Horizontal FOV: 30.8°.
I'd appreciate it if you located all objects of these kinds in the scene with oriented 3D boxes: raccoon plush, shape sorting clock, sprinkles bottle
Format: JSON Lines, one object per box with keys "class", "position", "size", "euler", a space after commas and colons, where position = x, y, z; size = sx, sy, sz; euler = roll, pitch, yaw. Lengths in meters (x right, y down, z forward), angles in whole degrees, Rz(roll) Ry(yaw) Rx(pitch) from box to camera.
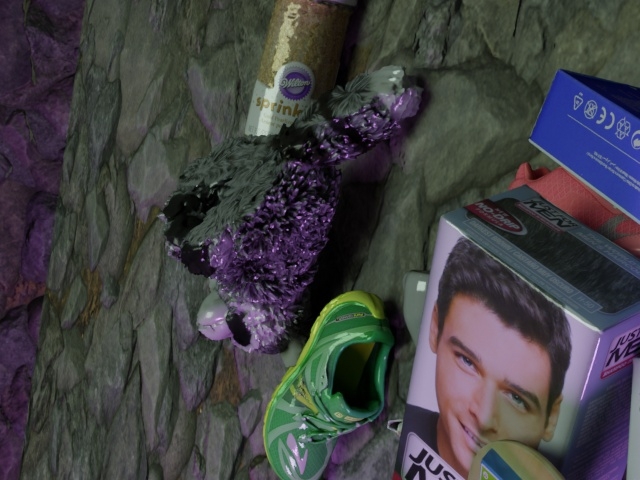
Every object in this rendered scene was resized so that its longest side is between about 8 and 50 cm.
{"class": "raccoon plush", "position": [0.000, 0.000, 1.586], "size": [0.446, 0.299, 0.216], "euler": [-24, 39, 21]}
{"class": "shape sorting clock", "position": [0.178, 0.264, 0.951], "size": [0.206, 0.040, 0.206], "euler": [40, 137, 51]}
{"class": "sprinkles bottle", "position": [-0.037, -0.229, 1.697], "size": [0.121, 0.121, 0.356], "euler": [32, 111, 59]}

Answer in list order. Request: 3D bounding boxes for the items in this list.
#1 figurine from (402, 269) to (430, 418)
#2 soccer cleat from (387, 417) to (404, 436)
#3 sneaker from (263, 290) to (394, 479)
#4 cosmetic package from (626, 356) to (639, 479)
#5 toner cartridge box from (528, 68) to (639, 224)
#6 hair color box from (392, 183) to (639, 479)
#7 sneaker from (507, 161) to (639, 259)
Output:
{"class": "figurine", "position": [0.159, 0.146, 1.278], "size": [0.215, 0.092, 0.210], "euler": [11, 96, 62]}
{"class": "soccer cleat", "position": [0.111, 0.229, 1.387], "size": [0.083, 0.035, 0.029], "euler": [13, 94, 62]}
{"class": "sneaker", "position": [0.009, 0.207, 1.503], "size": [0.296, 0.109, 0.123], "euler": [-68, 27, 22]}
{"class": "cosmetic package", "position": [0.338, 0.279, 0.835], "size": [0.217, 0.156, 0.385], "euler": [-12, 72, 61]}
{"class": "toner cartridge box", "position": [0.330, -0.032, 0.927], "size": [0.348, 0.165, 0.075], "euler": [51, 127, 54]}
{"class": "hair color box", "position": [0.178, 0.161, 1.054], "size": [0.185, 0.113, 0.375], "euler": [39, 135, 38]}
{"class": "sneaker", "position": [0.263, -0.023, 1.098], "size": [0.314, 0.115, 0.136], "euler": [5, 86, 62]}
